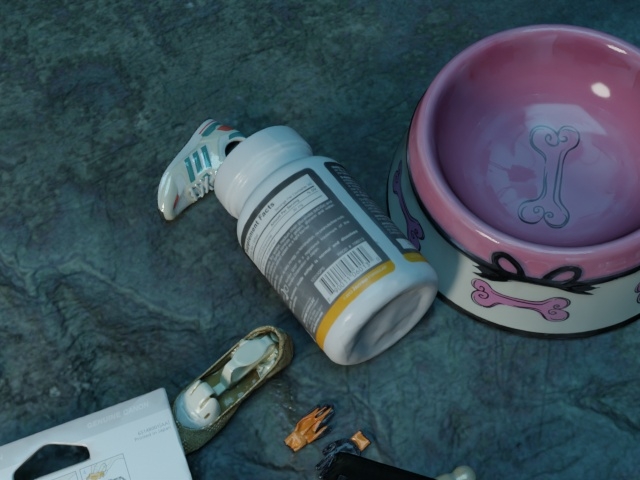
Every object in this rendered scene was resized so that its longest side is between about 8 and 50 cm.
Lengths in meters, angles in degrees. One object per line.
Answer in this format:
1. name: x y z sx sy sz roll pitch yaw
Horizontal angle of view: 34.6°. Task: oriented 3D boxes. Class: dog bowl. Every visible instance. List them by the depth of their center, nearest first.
1. dog bowl: 0.286 -0.093 1.276 0.408 0.150 0.408 -1 61 3

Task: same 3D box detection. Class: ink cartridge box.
1. ink cartridge box: -0.267 0.335 1.127 0.296 0.066 0.261 -19 62 -7

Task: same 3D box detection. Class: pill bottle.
1. pill bottle: 0.000 0.000 1.238 0.162 0.162 0.278 -33 63 -14

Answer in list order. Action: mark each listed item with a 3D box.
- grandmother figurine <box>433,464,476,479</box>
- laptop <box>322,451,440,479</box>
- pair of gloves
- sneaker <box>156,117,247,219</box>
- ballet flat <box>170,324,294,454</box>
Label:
1. grandmother figurine: 0.136 0.335 1.063 0.342 0.104 0.208 1 39 -1
2. laptop: 0.138 0.448 0.877 0.408 0.236 0.382 11 54 29
3. pair of gloves: 0.007 0.234 1.195 0.083 0.010 0.074 41 70 20
4. sneaker: -0.152 -0.089 1.355 0.075 0.057 0.161 20 62 20
5. ballet flat: -0.117 0.169 1.206 0.073 0.067 0.206 39 71 21
